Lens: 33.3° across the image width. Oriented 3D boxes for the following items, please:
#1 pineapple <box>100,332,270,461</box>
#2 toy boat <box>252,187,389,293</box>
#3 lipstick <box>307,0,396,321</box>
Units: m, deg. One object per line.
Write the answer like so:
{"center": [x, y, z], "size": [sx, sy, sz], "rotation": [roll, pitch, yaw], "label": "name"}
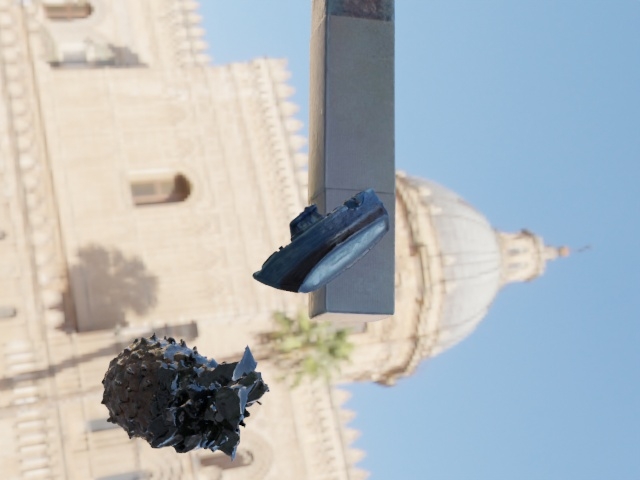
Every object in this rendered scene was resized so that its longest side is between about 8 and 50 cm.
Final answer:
{"center": [-0.161, 0.192, 1.348], "size": [0.310, 0.170, 0.141], "rotation": [-2, -53, 58], "label": "pineapple"}
{"center": [0.000, 0.000, 0.948], "size": [0.061, 0.137, 0.060], "rotation": [36, -26, 31], "label": "toy boat"}
{"center": [0.032, -0.104, 1.105], "size": [0.076, 0.079, 0.372], "rotation": [146, -55, -72], "label": "lipstick"}
